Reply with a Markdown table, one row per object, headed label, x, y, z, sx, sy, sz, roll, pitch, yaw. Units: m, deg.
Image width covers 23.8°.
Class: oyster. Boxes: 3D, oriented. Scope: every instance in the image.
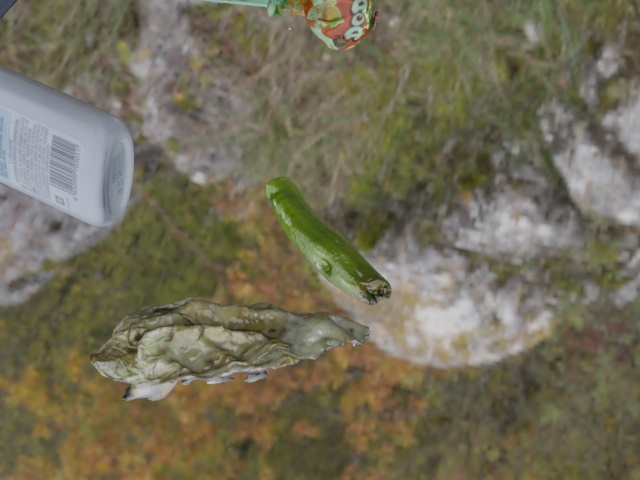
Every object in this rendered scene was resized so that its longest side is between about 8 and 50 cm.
| label | x | y | z | sx | sy | sz | roll | pitch | yaw |
| --- | --- | --- | --- | --- | --- | --- | --- | --- | --- |
| oyster | -0.065 | 0.072 | 1.135 | 0.209 | 0.072 | 0.133 | -11 | -179 | -6 |

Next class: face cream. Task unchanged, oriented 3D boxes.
| label | x | y | z | sx | sy | sz | roll | pitch | yaw |
| --- | --- | --- | --- | --- | --- | --- | --- | --- | --- |
| face cream | -0.391 | -0.140 | 1.926 | 0.336 | 0.080 | 0.163 | 24 | 130 | 20 |

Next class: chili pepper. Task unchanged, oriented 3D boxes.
| label | x | y | z | sx | sy | sz | roll | pitch | yaw |
| --- | --- | --- | --- | --- | --- | --- | --- | --- | --- |
| chili pepper | 0.000 | 0.000 | 1.692 | 0.202 | 0.052 | 0.050 | 47 | 174 | 31 |

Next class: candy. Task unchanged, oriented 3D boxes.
| label | x | y | z | sx | sy | sz | roll | pitch | yaw |
| --- | --- | --- | --- | --- | --- | --- | --- | --- | --- |
| candy | -0.032 | -0.171 | 1.091 | 0.184 | 0.056 | 0.049 | 14 | -169 | 43 |

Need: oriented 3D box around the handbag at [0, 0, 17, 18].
| label | x | y | z | sx | sy | sz | roll | pitch | yaw |
| --- | --- | --- | --- | --- | --- | --- | --- | --- | --- |
| handbag | -0.411 | -0.422 | 1.766 | 0.269 | 0.326 | 0.118 | 42 | 173 | -18 |
